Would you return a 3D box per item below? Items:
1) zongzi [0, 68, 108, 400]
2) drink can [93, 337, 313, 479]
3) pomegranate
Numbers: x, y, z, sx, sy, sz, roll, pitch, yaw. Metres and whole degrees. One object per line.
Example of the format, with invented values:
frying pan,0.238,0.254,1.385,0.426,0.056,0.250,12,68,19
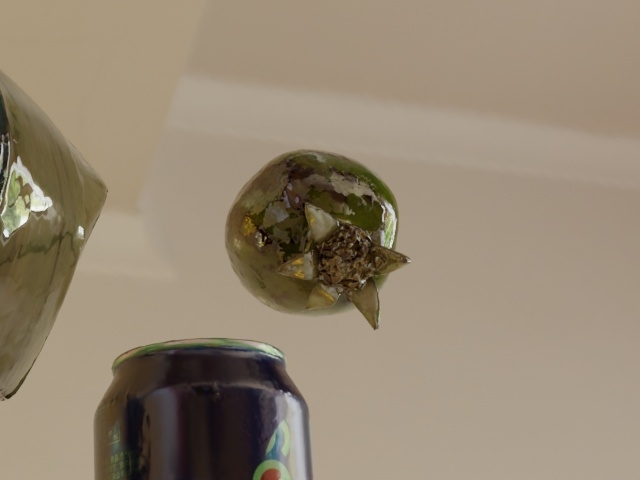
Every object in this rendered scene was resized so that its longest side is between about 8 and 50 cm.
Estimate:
zongzi,-0.194,-0.042,0.496,0.221,0.112,0.242,15,168,15
drink can,-0.059,0.158,0.927,0.118,0.118,0.205,5,-111,-24
pomegranate,-0.005,0.004,1.431,0.148,0.148,0.169,18,-157,-8
